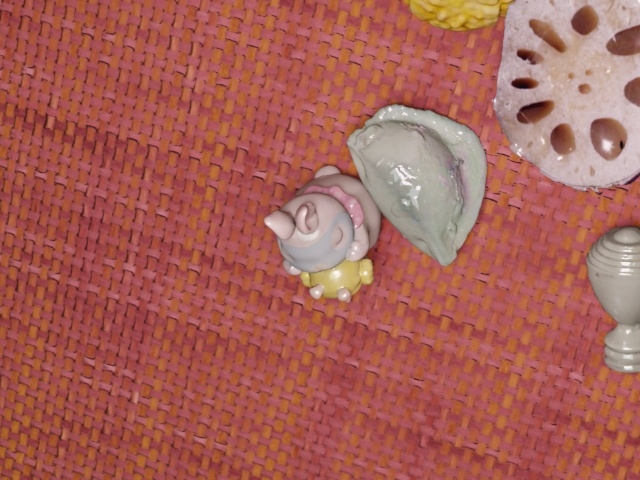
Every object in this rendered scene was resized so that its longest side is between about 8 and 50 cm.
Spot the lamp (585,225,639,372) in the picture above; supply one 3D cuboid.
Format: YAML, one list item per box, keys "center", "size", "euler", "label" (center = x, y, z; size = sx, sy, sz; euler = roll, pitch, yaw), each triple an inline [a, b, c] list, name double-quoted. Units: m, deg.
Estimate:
- center: [0.387, 0.073, 1.805]
  size: [0.106, 0.106, 0.193]
  euler: [3, 113, 15]
  label: "lamp"

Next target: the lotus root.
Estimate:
- center: [0.348, -0.207, 1.699]
  size: [0.272, 0.192, 0.272]
  euler: [14, 117, 30]
  label: "lotus root"

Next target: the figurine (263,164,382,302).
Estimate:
- center: [0.000, 0.000, 1.819]
  size: [0.127, 0.235, 0.155]
  euler: [0, 104, 16]
  label: "figurine"

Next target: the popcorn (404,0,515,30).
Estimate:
- center: [0.173, -0.332, 1.724]
  size: [0.180, 0.180, 0.170]
  euler: [14, 112, 12]
  label: "popcorn"

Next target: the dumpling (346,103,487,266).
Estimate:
- center: [0.136, -0.077, 1.831]
  size: [0.149, 0.105, 0.217]
  euler: [-30, 94, 20]
  label: "dumpling"
